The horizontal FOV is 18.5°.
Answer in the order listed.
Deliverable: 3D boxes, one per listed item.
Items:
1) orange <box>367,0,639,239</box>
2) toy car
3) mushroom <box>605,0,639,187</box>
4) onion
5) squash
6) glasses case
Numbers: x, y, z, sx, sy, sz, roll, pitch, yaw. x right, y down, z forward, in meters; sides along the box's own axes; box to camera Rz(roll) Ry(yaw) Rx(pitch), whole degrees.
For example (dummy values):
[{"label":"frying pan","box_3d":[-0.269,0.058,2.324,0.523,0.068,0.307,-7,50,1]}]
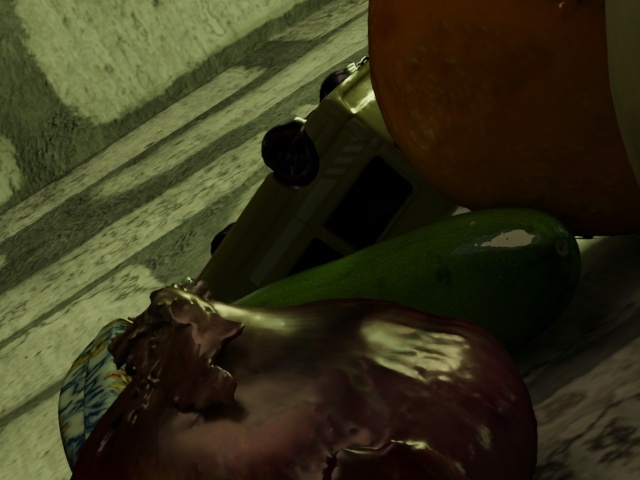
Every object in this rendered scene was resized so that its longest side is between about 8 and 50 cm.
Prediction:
[{"label":"orange","box_3d":[0.145,-0.122,1.066,0.246,0.246,0.246,-30,12,7]},{"label":"toy car","box_3d":[0.000,0.000,1.227,0.101,0.124,0.257,-44,-7,-49]},{"label":"mushroom","box_3d":[0.243,-0.109,0.690,0.325,0.353,0.353,-51,5,19]},{"label":"onion","box_3d":[-0.024,0.091,0.832,0.230,0.163,0.230,-22,15,6]},{"label":"squash","box_3d":[0.032,0.043,1.075,0.292,0.082,0.082,-21,16,44]},{"label":"glasses case","box_3d":[-0.113,0.108,1.164,0.065,0.087,0.248,-35,11,5]}]
